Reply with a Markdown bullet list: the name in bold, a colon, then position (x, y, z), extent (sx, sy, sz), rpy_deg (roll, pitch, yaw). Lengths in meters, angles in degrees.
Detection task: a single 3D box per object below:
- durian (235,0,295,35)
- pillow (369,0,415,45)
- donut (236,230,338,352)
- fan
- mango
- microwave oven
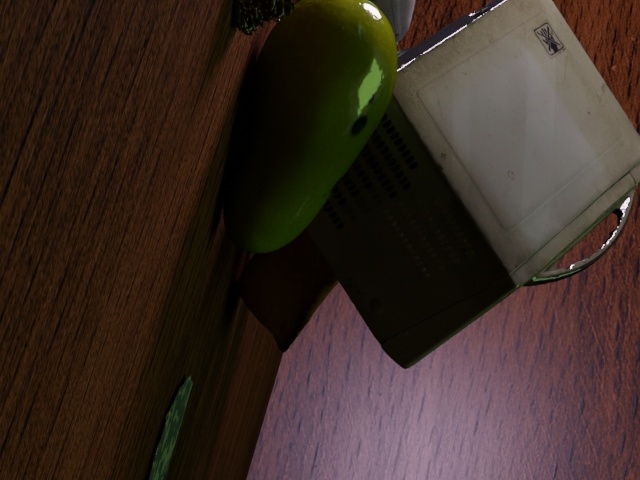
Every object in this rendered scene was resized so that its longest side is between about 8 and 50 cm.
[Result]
- **durian**: position (-0.059, -0.217, 1.537), extent (0.130, 0.052, 0.066), rpy_deg (107, -40, -76)
- **pillow**: position (0.073, -0.382, 2.175), extent (0.144, 0.078, 0.254), rpy_deg (63, 17, -60)
- **donut**: position (0.000, 0.000, 2.299), extent (0.303, 0.110, 0.303), rpy_deg (-52, 178, -2)
- **fan**: position (-0.171, 0.235, 1.890), extent (0.131, 0.009, 0.240), rpy_deg (101, 4, -49)
- **mango**: position (-0.016, -0.122, 1.821), extent (0.175, 0.143, 0.293), rpy_deg (-55, 170, -73)
- **microwave oven**: position (0.171, -0.081, 2.092), extent (0.247, 0.333, 0.394), rpy_deg (-33, -178, 41)
